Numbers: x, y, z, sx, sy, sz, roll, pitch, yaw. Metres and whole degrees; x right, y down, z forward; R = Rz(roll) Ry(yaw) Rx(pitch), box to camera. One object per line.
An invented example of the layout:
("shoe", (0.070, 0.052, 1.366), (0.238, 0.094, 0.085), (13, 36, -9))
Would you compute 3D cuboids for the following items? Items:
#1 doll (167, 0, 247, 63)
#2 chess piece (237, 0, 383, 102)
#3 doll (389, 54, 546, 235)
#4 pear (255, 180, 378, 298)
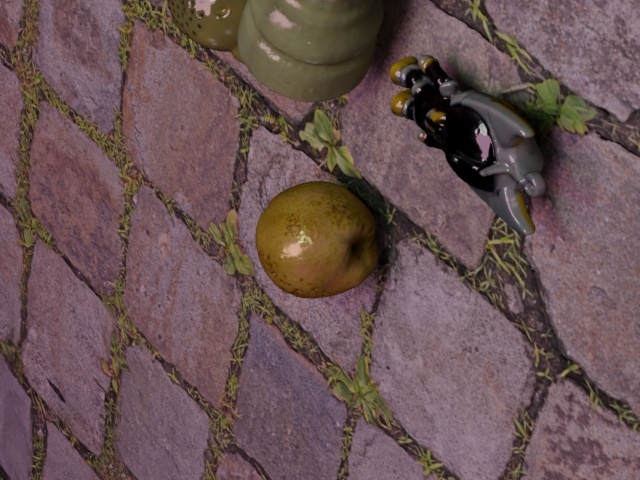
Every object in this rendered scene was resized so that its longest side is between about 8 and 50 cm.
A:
("doll", (-0.128, -0.389, 2.294), (0.177, 0.161, 0.260), (35, 130, 38))
("chess piece", (0.009, -0.350, 2.023), (0.234, 0.234, 0.442), (59, 159, 16))
("doll", (0.185, -0.129, 2.044), (0.316, 0.103, 0.145), (41, 121, 47))
("pear", (0.000, 0.000, 2.322), (0.178, 0.178, 0.178), (28, 127, 44))
